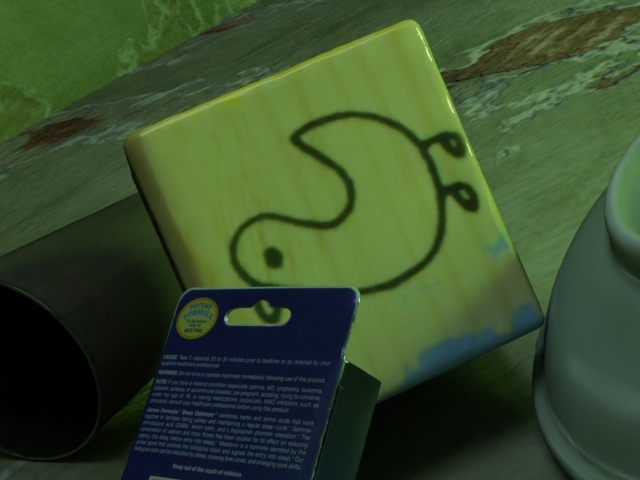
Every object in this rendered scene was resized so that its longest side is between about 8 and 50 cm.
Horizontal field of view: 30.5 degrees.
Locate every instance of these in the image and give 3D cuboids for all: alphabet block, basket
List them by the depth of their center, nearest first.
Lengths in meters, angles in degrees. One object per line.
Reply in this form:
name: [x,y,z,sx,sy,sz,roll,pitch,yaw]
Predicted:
alphabet block: [0.000,0.000,0.751,0.192,0.197,0.193,-24,0,-10]
basket: [-0.177,0.052,0.951,0.204,0.154,0.227,-4,21,37]

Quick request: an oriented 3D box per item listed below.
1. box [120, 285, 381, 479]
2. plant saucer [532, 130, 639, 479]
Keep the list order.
box: [-0.048,0.131,0.576,0.136,0.036,0.225,-3,63,42]
plant saucer: [0.263,-0.027,0.607,0.400,0.100,0.400,-35,20,15]
